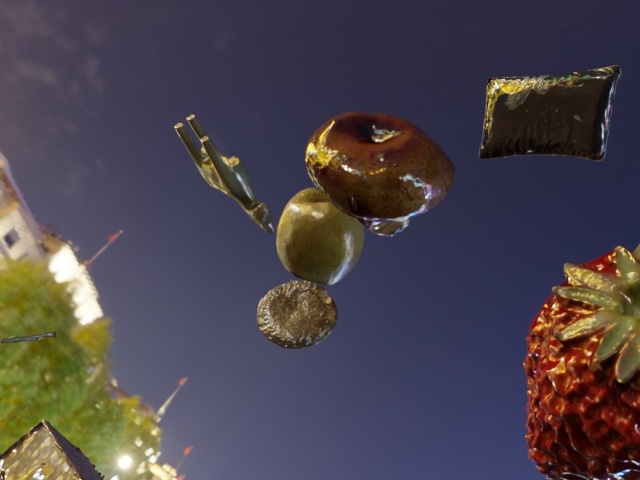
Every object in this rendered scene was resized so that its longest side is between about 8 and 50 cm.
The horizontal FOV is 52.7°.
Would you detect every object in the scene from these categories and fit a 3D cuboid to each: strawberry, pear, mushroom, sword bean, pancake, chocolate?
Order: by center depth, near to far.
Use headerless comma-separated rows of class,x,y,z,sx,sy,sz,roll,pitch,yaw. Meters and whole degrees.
chocolate,-0.287,0.324,0.751,0.321,0.112,0.111,19,-40,52
strawberry,0.398,0.183,0.811,0.292,0.292,0.343,18,-35,27
sword bean,-0.426,0.142,0.943,0.012,0.083,0.012,1,-89,40
mushroom,0.105,-0.109,1.172,0.267,0.267,0.254,2,-73,42
pear,0.000,0.000,1.453,0.228,0.189,0.211,-135,-135,-60
pancake,-0.056,0.176,1.561,0.199,0.199,0.021,23,-31,21

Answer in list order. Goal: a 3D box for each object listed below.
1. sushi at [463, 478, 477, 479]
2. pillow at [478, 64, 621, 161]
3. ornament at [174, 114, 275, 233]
sushi,0.325,0.705,1.479,0.131,0.290,0.139,21,-42,-15
pillow,0.342,-0.192,0.987,0.208,0.141,0.055,9,1,44
ornament,-0.190,-0.132,1.357,0.230,0.061,0.244,31,-25,52
